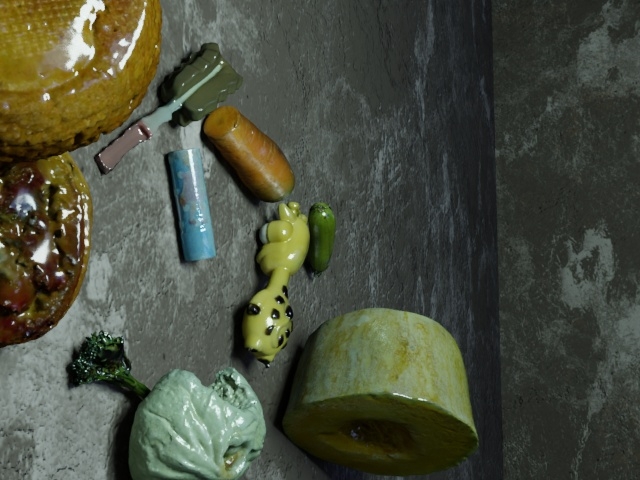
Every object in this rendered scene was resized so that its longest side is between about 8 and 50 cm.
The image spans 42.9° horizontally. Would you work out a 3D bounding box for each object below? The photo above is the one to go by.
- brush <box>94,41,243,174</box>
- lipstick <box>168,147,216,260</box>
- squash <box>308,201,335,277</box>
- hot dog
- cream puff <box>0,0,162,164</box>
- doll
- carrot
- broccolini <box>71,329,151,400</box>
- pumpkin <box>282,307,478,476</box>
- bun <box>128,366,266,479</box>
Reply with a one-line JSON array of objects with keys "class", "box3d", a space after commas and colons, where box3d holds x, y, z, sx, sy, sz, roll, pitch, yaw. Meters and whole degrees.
[{"class": "brush", "box3d": [-0.213, -0.179, 1.130, 0.084, 0.071, 0.301, 56, 44, -20]}, {"class": "lipstick", "box3d": [-0.184, -0.052, 1.169, 0.048, 0.048, 0.158, -22, 106, -63]}, {"class": "squash", "box3d": [0.000, 0.000, 1.475, 0.183, 0.052, 0.052, 94, 12, -47]}, {"class": "hot dog", "box3d": [-0.315, -0.004, 0.816, 0.160, 0.099, 0.227, -2, 89, -34]}, {"class": "cream puff", "box3d": [-0.296, -0.202, 0.741, 0.303, 0.212, 0.303, 8, 73, -26]}, {"class": "doll", "box3d": [-0.072, 0.064, 1.337, 0.117, 0.086, 0.291, 62, 33, -51]}, {"class": "carrot", "box3d": [-0.109, -0.139, 1.303, 0.193, 0.087, 0.087, 53, 41, -43]}, {"class": "broccolini", "box3d": [-0.238, 0.189, 1.051, 0.057, 0.071, 0.254, 57, -1, 36]}, {"class": "pumpkin", "box3d": [0.113, 0.260, 1.418, 0.332, 0.332, 0.199, 57, 37, -45]}, {"class": "bun", "box3d": [-0.145, 0.257, 1.061, 0.212, 0.126, 0.204, -33, 132, -48]}]
